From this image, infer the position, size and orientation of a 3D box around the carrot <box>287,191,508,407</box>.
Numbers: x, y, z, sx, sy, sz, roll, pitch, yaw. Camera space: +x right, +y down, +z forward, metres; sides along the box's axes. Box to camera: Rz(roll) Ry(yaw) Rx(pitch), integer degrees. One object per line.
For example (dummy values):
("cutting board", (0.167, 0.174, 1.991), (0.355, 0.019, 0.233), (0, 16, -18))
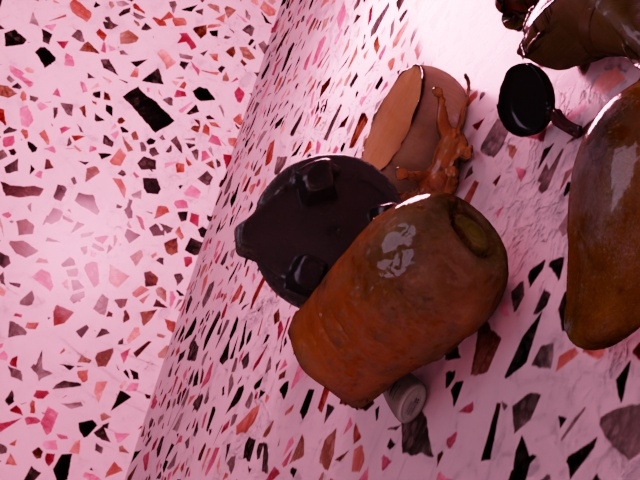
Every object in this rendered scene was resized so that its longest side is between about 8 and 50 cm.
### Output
("carrot", (0.113, 0.086, 1.510), (0.340, 0.224, 0.224), (-43, 27, 33))

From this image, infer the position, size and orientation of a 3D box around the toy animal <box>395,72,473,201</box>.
("toy animal", (0.225, -0.168, 1.793), (0.255, 0.114, 0.116), (-64, -17, -7))

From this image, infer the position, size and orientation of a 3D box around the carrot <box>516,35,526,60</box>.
("carrot", (0.372, -0.366, 1.673), (0.165, 0.035, 0.036), (-57, 19, 22))

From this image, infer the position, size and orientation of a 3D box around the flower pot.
("flower pot", (0.000, 0.000, 1.802), (0.283, 0.299, 0.299), (108, -177, -80))

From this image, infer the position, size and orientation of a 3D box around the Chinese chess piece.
("Chinese chess piece", (0.174, -0.208, 1.952), (0.257, 0.104, 0.257), (-56, 19, 31))

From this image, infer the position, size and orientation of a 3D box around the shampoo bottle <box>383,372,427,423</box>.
("shampoo bottle", (0.119, 0.229, 1.646), (0.069, 0.041, 0.190), (-67, 16, 6))

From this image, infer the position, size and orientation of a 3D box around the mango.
("mango", (0.340, -0.026, 1.128), (0.193, 0.146, 0.316), (-114, 43, -78))

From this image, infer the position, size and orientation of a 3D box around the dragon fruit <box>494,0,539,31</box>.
("dragon fruit", (0.339, -0.434, 1.720), (0.138, 0.142, 0.175), (59, 156, 28))

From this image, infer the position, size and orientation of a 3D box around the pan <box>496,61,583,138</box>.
("pan", (0.335, -0.196, 1.529), (0.212, 0.040, 0.115), (-135, 44, -56))

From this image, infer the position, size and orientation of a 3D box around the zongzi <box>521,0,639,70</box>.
("zongzi", (0.371, -0.265, 1.408), (0.260, 0.123, 0.289), (127, 154, -53))
